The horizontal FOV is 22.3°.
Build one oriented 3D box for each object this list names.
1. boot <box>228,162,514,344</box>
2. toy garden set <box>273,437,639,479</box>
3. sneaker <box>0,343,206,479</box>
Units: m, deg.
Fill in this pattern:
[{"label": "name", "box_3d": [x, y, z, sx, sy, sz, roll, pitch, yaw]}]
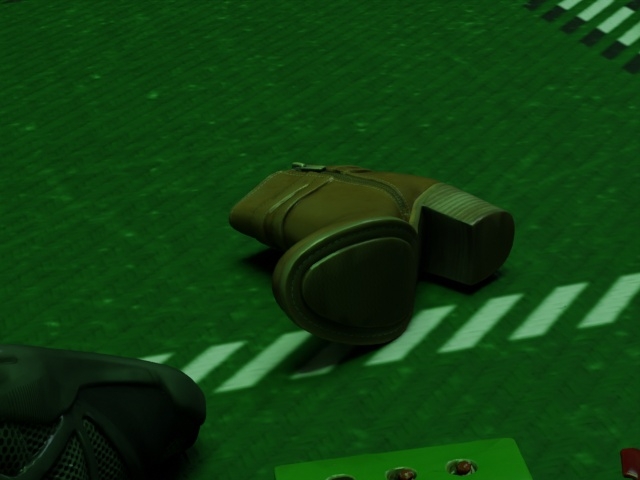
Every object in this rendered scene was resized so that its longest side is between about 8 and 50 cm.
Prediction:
[{"label": "boot", "box_3d": [0.000, 0.000, 0.952, 0.152, 0.072, 0.197, 18, 19, 37]}, {"label": "toy garden set", "box_3d": [0.095, 0.155, 0.615, 0.204, 0.049, 0.244, -7, 23, -4]}, {"label": "sneaker", "box_3d": [-0.116, 0.111, 0.706, 0.087, 0.130, 0.227, -1, -5, 16]}]
